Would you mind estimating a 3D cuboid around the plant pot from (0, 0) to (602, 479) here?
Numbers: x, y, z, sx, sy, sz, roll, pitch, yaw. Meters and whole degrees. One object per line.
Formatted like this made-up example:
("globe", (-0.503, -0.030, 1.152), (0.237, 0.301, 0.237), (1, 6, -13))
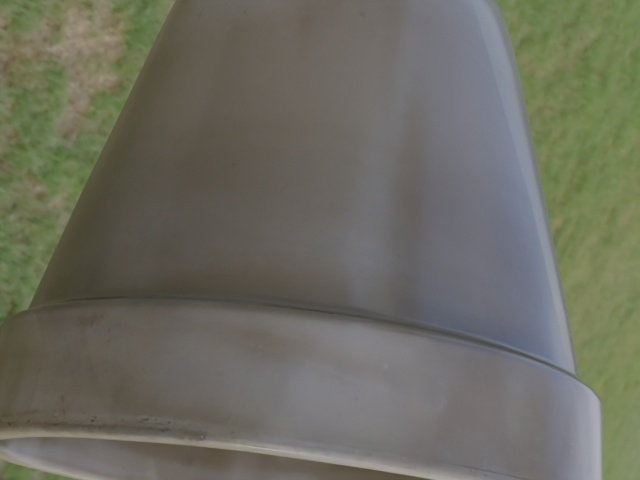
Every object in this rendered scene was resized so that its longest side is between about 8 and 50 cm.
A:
("plant pot", (0.000, 0.000, 0.674), (0.323, 0.323, 0.280), (49, 46, -66))
